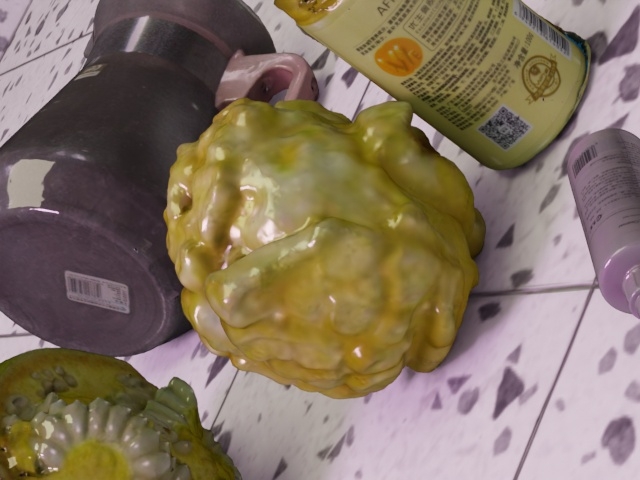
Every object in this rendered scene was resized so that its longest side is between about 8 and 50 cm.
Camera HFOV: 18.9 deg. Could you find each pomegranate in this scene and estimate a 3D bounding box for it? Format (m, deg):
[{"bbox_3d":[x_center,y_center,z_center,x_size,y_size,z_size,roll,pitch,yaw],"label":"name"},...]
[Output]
[{"bbox_3d":[-0.173,0.203,1.493,0.260,0.260,0.341,-51,-6,20],"label":"pomegranate"}]

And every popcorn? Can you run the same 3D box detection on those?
[{"bbox_3d":[0.000,0.000,1.385,0.256,0.255,0.195,38,133,29],"label":"popcorn"}]

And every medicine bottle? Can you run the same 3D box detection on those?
[{"bbox_3d":[0.195,0.004,1.194,0.057,0.057,0.199,-48,25,25],"label":"medicine bottle"},{"bbox_3d":[0.076,-0.159,1.413,0.124,0.239,0.124,-45,23,26],"label":"medicine bottle"}]

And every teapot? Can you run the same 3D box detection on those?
[{"bbox_3d":[-0.165,-0.083,1.863,0.300,0.253,0.344,-2,48,25],"label":"teapot"}]
